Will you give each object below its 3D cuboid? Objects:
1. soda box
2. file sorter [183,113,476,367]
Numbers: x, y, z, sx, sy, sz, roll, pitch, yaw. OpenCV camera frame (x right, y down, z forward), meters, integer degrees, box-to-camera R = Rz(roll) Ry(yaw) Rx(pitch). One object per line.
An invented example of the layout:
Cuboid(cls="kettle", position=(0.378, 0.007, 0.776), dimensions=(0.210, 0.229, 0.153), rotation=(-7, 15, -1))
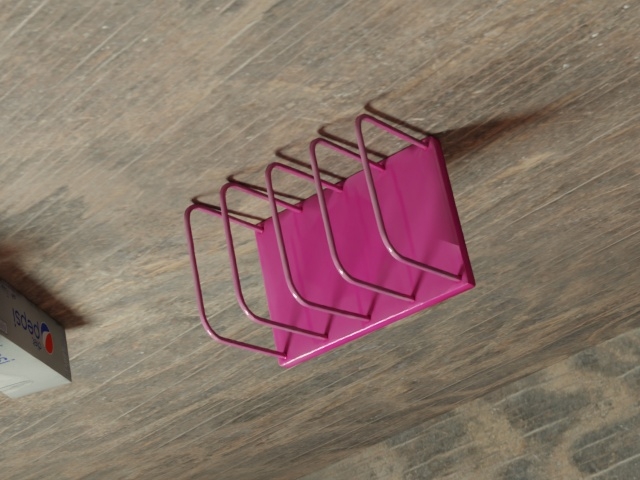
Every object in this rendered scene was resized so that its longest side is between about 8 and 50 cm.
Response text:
Cuboid(cls="soda box", position=(-0.437, 0.134, 1.860), dimensions=(0.098, 0.091, 0.286), rotation=(-15, 159, 4))
Cuboid(cls="file sorter", position=(0.000, 0.000, 1.645), dimensions=(0.290, 0.202, 0.182), rotation=(-26, 153, 29))
